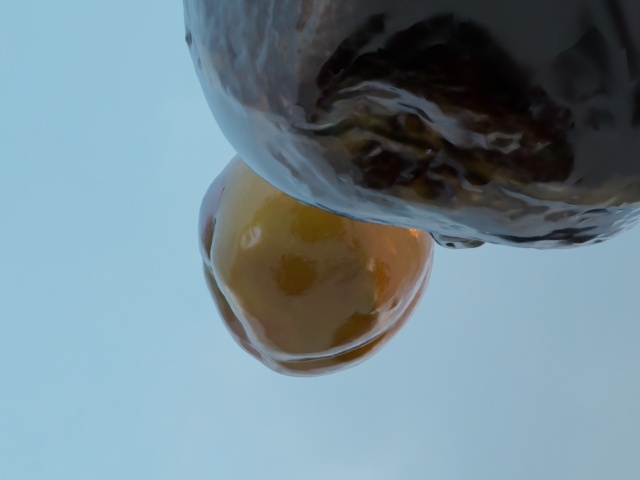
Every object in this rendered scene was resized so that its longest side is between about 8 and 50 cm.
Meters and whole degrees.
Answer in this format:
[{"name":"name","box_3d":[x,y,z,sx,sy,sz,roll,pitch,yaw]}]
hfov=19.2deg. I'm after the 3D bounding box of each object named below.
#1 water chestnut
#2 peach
[{"name":"water chestnut","box_3d":[0.062,-0.109,0.678,0.223,0.223,0.238,7,-82,-18]},{"name":"peach","box_3d":[0.000,0.000,1.003,0.138,0.138,0.138,-6,-60,-11]}]
